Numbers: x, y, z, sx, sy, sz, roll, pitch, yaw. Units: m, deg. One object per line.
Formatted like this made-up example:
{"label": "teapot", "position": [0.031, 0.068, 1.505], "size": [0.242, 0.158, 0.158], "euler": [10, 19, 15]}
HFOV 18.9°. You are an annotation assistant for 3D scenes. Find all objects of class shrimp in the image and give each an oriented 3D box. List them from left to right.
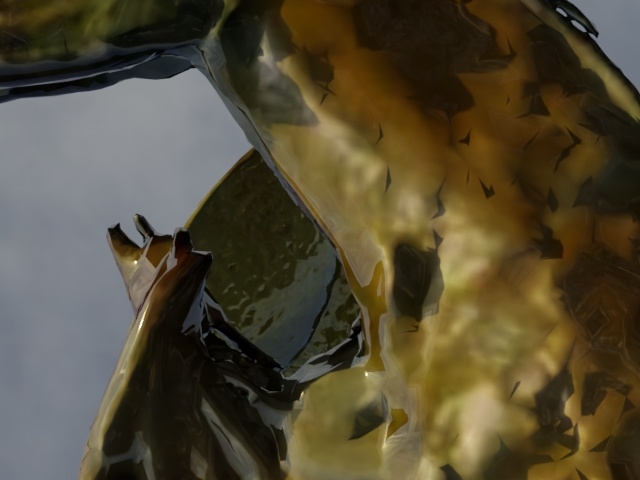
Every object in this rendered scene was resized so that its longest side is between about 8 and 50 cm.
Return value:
{"label": "shrimp", "position": [-0.100, 0.037, 0.481], "size": [0.445, 0.272, 0.085], "euler": [6, 180, 19]}

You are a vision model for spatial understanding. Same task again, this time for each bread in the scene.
{"label": "bread", "position": [0.000, 0.000, 0.685], "size": [0.065, 0.187, 0.149], "euler": [33, -178, 18]}
